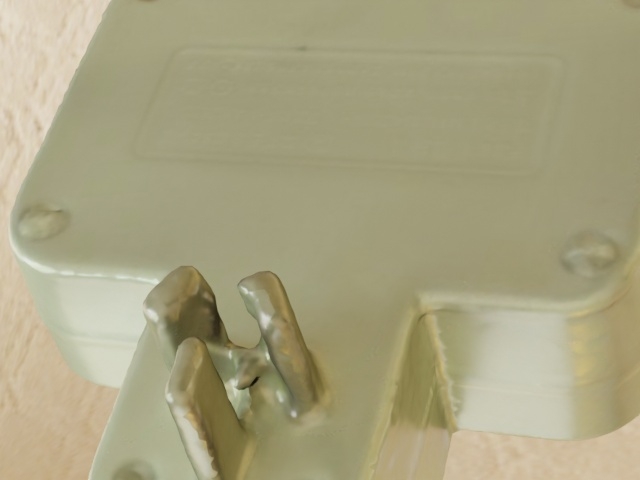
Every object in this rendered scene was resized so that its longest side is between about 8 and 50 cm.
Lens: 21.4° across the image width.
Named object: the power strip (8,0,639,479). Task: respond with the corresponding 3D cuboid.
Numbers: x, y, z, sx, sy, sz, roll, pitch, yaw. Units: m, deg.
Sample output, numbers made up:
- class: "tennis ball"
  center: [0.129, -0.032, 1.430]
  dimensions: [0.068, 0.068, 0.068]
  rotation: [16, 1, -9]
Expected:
- class: "power strip"
  center: [0.000, 0.000, 0.581]
  dimensions: [0.229, 0.141, 0.261]
  rotation: [4, 51, 18]
